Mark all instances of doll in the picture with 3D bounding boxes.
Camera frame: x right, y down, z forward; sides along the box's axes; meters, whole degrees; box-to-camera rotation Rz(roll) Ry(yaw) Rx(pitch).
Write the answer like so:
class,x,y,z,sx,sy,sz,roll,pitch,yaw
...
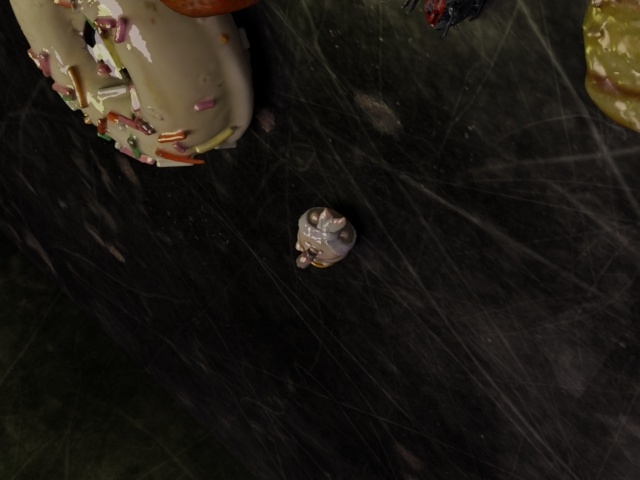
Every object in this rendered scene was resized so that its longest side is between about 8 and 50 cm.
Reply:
class,x,y,z,sx,sy,sz,roll,pitch,yaw
doll,0.000,0.000,1.380,0.073,0.084,0.127,41,163,10

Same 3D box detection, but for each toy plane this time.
class,x,y,z,sx,sy,sz,roll,pitch,yaw
toy plane,0.110,-0.221,0.940,0.060,0.037,0.145,54,161,13

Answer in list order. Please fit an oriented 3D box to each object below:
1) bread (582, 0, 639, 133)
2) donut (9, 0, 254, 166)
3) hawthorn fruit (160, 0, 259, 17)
class,x,y,z,sx,sy,sz,roll,pitch,yaw
bread,0.267,-0.135,0.575,0.184,0.234,0.110,23,142,41
donut,-0.243,-0.251,1.345,0.383,0.142,0.382,38,154,23
hawthorn fruit,-0.108,-0.304,1.018,0.157,0.157,0.194,35,164,26
